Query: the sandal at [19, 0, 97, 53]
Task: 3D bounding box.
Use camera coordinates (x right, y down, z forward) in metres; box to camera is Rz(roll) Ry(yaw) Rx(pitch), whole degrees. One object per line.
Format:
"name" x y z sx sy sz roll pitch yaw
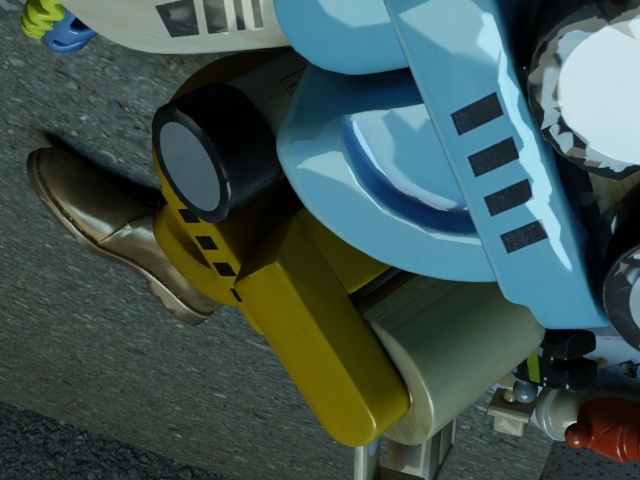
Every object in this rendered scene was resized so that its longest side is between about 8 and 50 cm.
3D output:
"sandal" -0.115 -0.199 0.840 0.138 0.126 0.317 27 158 -25

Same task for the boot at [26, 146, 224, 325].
"boot" -0.205 -0.025 1.378 0.115 0.112 0.305 -33 124 26

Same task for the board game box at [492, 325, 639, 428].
"board game box" 0.331 0.150 1.310 0.318 0.066 0.318 -2 148 43

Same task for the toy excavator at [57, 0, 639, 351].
"toy excavator" 0.014 -0.123 0.645 0.445 0.222 0.433 -7 132 26

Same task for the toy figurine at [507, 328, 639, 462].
"toy figurine" 0.243 0.070 1.030 0.209 0.213 0.148 39 167 -31

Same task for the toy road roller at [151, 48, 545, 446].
"toy road roller" 0.000 0.000 0.937 0.329 0.202 0.240 56 150 1

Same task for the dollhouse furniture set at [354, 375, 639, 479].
"dollhouse furniture set" 0.242 0.197 1.124 0.355 0.303 0.174 11 119 20
